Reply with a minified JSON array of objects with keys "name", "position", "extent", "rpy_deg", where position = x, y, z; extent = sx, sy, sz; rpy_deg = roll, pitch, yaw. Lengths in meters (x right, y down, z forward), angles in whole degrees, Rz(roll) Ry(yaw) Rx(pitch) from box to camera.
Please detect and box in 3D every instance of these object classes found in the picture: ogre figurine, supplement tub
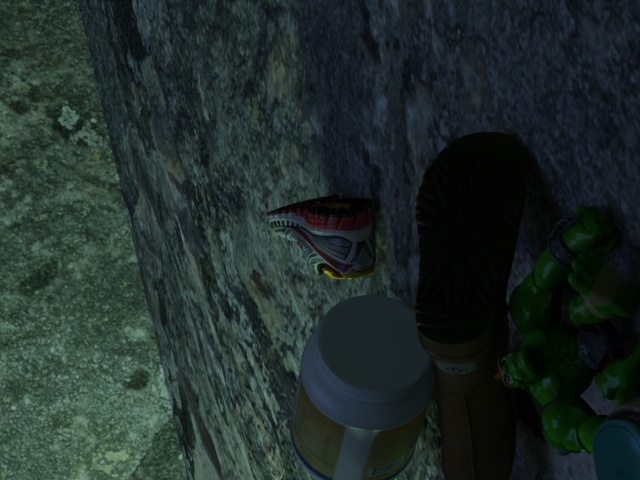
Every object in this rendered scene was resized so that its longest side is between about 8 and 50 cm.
[{"name":"ogre figurine","position":[0.200,0.087,1.131],"extent":[0.197,0.097,0.118],"rpy_deg":[60,143,6]},{"name":"supplement tub","position":[0.045,0.165,1.588],"extent":[0.200,0.144,0.144],"rpy_deg":[101,152,-51]}]

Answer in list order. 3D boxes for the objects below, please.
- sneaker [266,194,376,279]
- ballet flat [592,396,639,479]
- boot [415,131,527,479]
[{"name":"sneaker","position":[0.000,0.000,1.719],"extent":[0.225,0.088,0.093],"rpy_deg":[-163,61,-71]},{"name":"ballet flat","position":[0.263,0.260,1.004],"extent":[0.107,0.106,0.316],"rpy_deg":[-3,93,58]},{"name":"boot","position":[0.135,0.073,1.301],"extent":[0.269,0.089,0.236],"rpy_deg":[74,-151,-53]}]
